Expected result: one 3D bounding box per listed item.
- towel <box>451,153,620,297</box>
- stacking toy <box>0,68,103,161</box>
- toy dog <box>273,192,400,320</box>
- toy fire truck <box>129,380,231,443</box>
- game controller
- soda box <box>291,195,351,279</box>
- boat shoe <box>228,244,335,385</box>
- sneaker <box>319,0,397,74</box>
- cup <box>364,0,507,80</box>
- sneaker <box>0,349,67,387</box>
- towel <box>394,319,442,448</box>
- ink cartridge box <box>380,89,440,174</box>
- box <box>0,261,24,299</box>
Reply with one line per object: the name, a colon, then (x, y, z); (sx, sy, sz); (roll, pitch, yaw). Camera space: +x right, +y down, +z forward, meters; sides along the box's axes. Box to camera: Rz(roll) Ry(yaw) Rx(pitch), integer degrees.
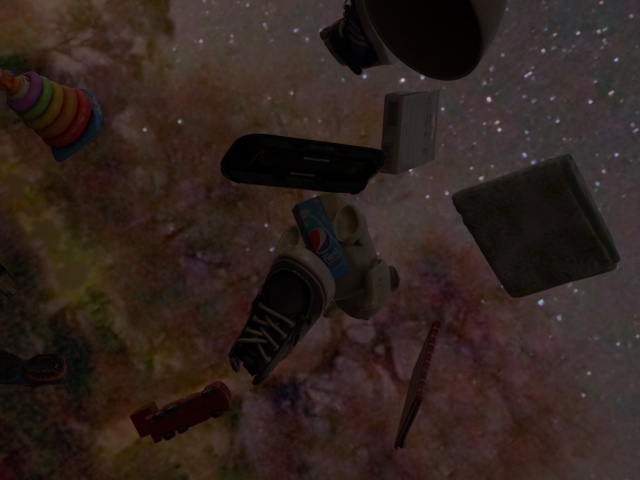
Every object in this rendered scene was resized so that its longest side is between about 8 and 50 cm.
towel: (0.569, -0.026, 1.866); (0.321, 0.090, 0.374); (-21, -61, 28)
stacking toy: (-0.690, -0.341, 1.712); (0.302, 0.166, 0.175); (36, 21, -56)
toy dog: (0.072, 0.076, 2.218); (0.408, 0.285, 0.395); (56, 15, -33)
toy fire truck: (-0.237, 0.288, 1.207); (0.135, 0.192, 0.047); (-110, 175, -86)
game controller: (-0.031, -0.151, 1.408); (0.166, 0.319, 0.067); (130, -43, -52)
soda box: (0.000, 0.000, 1.789); (0.210, 0.067, 0.071); (67, -16, 6)
boat shoe: (-0.078, 0.149, 1.270); (0.127, 0.158, 0.340); (32, -31, 10)
sneaker: (0.077, -0.633, 2.075); (0.236, 0.130, 0.323); (7, -33, 32)
cup: (0.297, -0.571, 1.627); (0.331, 0.237, 0.331); (37, -22, 18)
sneaker: (-0.710, 0.318, 1.696); (0.087, 0.221, 0.083); (90, 5, -54)
towel: (0.239, 0.343, 1.713); (0.031, 0.275, 0.199); (18, -52, 7)
ink cartridge box: (0.213, -0.262, 1.677); (0.056, 0.225, 0.181); (12, -70, 26)
box: (-0.978, 0.035, 2.026); (0.270, 0.060, 0.216); (44, -19, 4)
